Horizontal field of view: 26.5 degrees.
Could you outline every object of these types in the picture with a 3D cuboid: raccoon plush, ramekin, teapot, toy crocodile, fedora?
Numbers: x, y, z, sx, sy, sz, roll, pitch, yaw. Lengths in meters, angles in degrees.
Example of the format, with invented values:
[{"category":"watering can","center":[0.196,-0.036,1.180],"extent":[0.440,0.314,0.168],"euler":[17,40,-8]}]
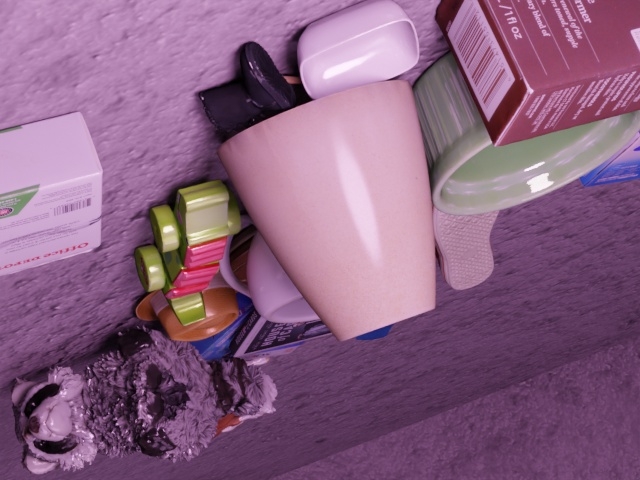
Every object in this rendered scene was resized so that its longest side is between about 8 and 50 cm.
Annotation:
[{"category":"raccoon plush","center":[-0.308,0.309,2.300],"extent":[0.299,0.216,0.446],"euler":[-20,152,28]},{"category":"ramekin","center":[0.263,-0.169,1.807],"extent":[0.303,0.148,0.303],"euler":[-19,161,-7]},{"category":"teapot","center":[0.000,0.000,1.904],"extent":[0.256,0.187,0.252],"euler":[-11,165,-15]},{"category":"toy crocodile","center":[-0.180,0.016,1.893],"extent":[0.115,0.105,0.340],"euler":[-14,159,-22]},{"category":"fedora","center":[-0.194,0.108,2.163],"extent":[0.194,0.079,0.194],"euler":[-19,160,-7]}]

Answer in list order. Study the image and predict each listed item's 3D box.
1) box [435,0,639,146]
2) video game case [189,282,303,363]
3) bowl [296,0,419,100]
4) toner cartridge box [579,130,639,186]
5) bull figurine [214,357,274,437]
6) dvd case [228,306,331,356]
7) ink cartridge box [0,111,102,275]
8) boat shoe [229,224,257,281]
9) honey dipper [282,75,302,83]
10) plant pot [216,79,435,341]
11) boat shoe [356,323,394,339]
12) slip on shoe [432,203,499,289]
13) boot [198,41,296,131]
[{"category":"box","center":[0.353,-0.258,1.605],"extent":[0.381,0.191,0.143],"euler":[-15,160,-20]},{"category":"video game case","center":[-0.083,0.132,2.375],"extent":[0.244,0.061,0.269],"euler":[-6,155,-40]},{"category":"bowl","center":[0.038,-0.224,1.566],"extent":[0.142,0.053,0.142],"euler":[-23,161,1]},{"category":"toner cartridge box","center":[0.593,-0.178,2.254],"extent":[0.347,0.075,0.165],"euler":[-10,156,-31]},{"category":"bull figurine","center":[-0.192,0.306,2.660],"extent":[0.188,0.101,0.310],"euler":[-14,159,-26]},{"category":"dvd case","center":[-0.021,0.124,2.287],"extent":[0.238,0.030,0.179],"euler":[-12,156,-29]},{"category":"ink cartridge box","center":[-0.337,-0.048,1.577],"extent":[0.153,0.087,0.208],"euler":[-16,159,-17]},{"category":"boat shoe","center":[-0.004,0.004,2.048],"extent":[0.307,0.104,0.111],"euler":[-25,161,8]},{"category":"honey dipper","center":[-0.004,-0.195,1.643],"extent":[0.160,0.030,0.030],"euler":[-2,153,-36]},{"category":"plant pot","center":[0.037,-0.023,1.681],"extent":[0.256,0.274,0.256],"euler":[-20,176,-1]},{"category":"boat shoe","center":[0.098,0.110,2.481],"extent":[0.109,0.089,0.258],"euler":[0,160,-19]},{"category":"slip on shoe","center":[0.223,-0.043,2.187],"extent":[0.123,0.101,0.331],"euler":[-20,148,-6]},{"category":"boot","center":[-0.094,-0.175,1.568],"extent":[0.099,0.045,0.121],"euler":[-13,148,20]}]
